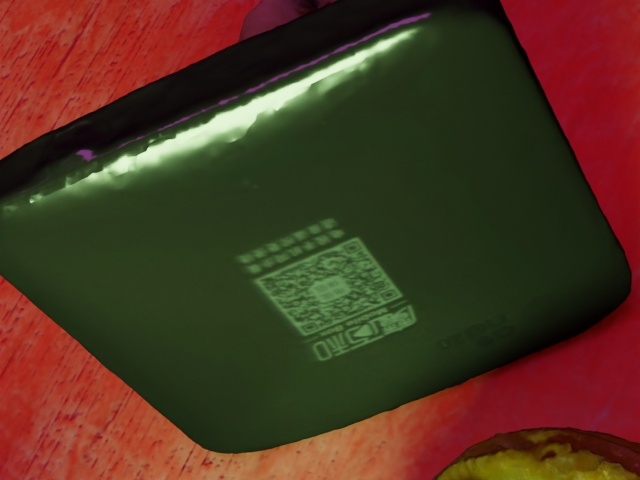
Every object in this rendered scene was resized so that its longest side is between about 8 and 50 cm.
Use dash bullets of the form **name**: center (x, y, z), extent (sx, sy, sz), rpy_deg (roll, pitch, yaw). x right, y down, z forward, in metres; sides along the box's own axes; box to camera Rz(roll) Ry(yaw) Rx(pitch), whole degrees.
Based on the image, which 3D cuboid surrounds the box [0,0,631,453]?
- **box**: center (0.000, 0.000, 0.784), extent (0.290, 0.289, 0.073), rpy_deg (-23, 50, 14)

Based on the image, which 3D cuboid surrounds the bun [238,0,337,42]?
- **bun**: center (0.020, -0.131, 0.963), extent (0.167, 0.113, 0.173), rpy_deg (-9, 59, 20)

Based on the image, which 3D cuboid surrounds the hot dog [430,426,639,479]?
- **hot dog**: center (0.131, 0.185, 0.712), extent (0.259, 0.114, 0.175), rpy_deg (19, 69, 32)
